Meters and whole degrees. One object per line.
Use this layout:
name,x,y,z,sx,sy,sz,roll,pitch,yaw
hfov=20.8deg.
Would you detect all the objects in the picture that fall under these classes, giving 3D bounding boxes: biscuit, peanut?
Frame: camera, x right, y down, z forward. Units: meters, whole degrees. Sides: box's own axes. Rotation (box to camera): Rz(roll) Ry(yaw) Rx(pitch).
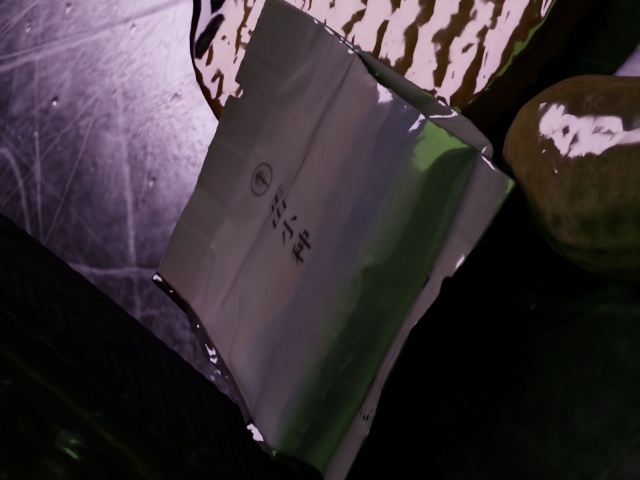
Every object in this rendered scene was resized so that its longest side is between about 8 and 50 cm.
biscuit,0.045,-0.182,1.049,0.318,0.040,0.318,-18,60,36
peanut,0.178,-0.037,0.821,0.236,0.110,0.120,3,76,52

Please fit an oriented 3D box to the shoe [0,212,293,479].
shoe,-0.221,0.111,0.949,0.237,0.384,0.171,-52,3,8

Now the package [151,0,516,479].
package,0.000,0.000,0.964,0.251,0.062,0.204,47,115,50
